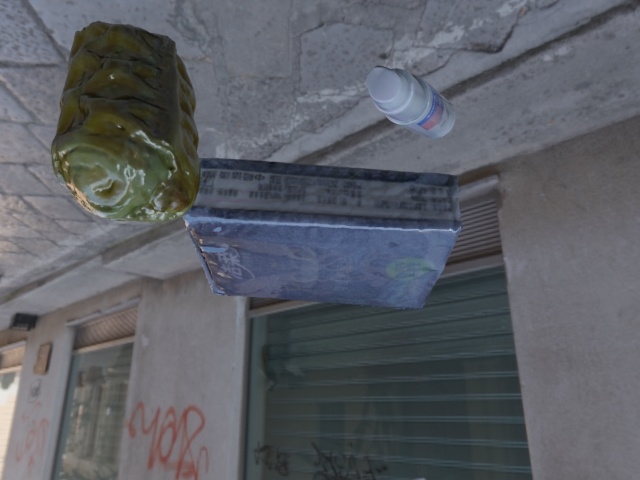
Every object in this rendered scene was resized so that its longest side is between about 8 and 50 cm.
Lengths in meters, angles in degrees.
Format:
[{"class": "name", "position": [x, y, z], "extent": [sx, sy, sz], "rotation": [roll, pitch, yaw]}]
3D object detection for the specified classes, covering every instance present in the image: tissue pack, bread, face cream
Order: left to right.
[{"class": "bread", "position": [-0.204, -0.129, 0.526], "extent": [0.152, 0.267, 0.130], "rotation": [23, 127, -38]}, {"class": "tissue pack", "position": [0.000, 0.000, 0.793], "extent": [0.394, 0.124, 0.288], "rotation": [5, 149, 0]}, {"class": "face cream", "position": [0.064, -0.094, 0.332], "extent": [0.034, 0.034, 0.130], "rotation": [-11, 179, 28]}]
